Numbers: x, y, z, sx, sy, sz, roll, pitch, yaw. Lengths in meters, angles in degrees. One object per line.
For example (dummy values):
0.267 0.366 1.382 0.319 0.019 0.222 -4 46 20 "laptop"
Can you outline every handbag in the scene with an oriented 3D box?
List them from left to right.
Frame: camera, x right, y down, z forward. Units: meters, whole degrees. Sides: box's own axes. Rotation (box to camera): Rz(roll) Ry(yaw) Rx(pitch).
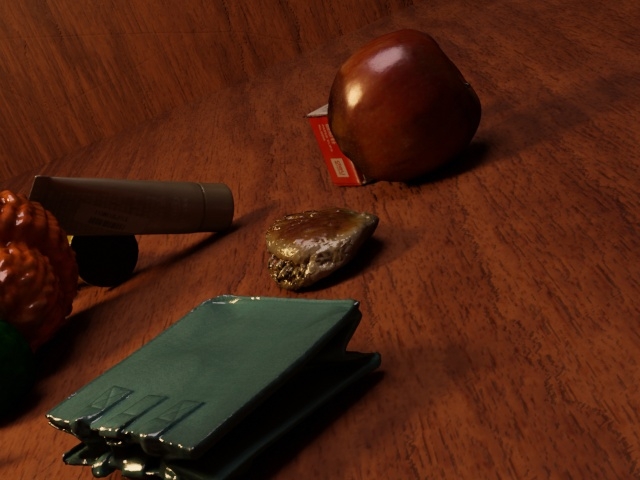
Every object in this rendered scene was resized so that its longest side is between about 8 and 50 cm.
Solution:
-0.104 0.159 1.341 0.268 0.100 0.274 -2 27 45 "handbag"

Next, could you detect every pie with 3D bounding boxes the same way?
0.000 0.000 1.753 0.163 0.079 0.193 -22 16 -7 "pie"

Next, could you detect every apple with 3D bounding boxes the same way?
0.122 -0.198 1.975 0.230 0.230 0.230 -22 15 6 "apple"

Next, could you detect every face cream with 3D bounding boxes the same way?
-0.306 -0.053 2.096 0.341 0.084 0.137 -1 -41 -30 "face cream"

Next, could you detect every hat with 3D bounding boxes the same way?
-0.467 0.078 1.844 0.285 0.285 0.400 -27 21 -13 "hat"

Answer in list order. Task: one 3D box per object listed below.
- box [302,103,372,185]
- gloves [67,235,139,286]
0.087 -0.182 2.129 0.182 0.133 0.099 -30 15 -28 "box"
-0.424 0.027 2.252 0.294 0.133 0.116 -6 65 59 "gloves"
